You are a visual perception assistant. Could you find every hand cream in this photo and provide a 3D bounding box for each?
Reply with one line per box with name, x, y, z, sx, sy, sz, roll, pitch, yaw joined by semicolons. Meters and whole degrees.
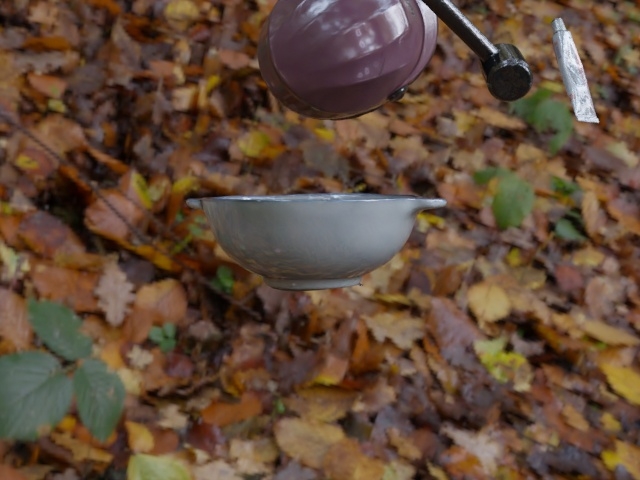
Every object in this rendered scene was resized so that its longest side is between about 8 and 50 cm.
hand cream;0.475;-0.320;1.875;0.052;0.038;0.216;-9;74;-7

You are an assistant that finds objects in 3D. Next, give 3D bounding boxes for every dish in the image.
dish;0.000;0.000;0.940;0.236;0.086;0.228;4;6;41

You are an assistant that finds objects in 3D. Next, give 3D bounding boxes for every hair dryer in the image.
hair dryer;0.227;-0.319;1.521;0.248;0.070;0.114;43;20;-18

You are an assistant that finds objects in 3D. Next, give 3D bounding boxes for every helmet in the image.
helmet;0.042;-0.352;1.734;0.338;0.271;0.197;-25;3;10
